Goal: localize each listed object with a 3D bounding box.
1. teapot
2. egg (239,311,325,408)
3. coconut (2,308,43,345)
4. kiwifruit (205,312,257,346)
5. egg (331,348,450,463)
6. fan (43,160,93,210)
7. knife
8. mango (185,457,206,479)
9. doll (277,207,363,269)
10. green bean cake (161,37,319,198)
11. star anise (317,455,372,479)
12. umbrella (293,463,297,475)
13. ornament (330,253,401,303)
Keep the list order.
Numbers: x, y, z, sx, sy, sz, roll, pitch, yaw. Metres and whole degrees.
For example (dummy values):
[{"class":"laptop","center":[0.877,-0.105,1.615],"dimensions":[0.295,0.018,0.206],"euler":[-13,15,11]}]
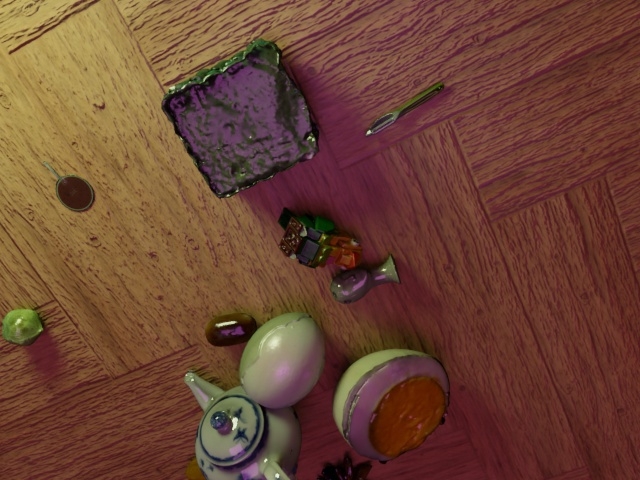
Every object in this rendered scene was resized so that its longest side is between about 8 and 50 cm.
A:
[{"class":"teapot","center":[-0.177,0.451,1.283],"dimensions":[0.252,0.424,0.280],"euler":[-45,143,-13]},{"class":"egg","center":[-0.080,0.261,1.259],"dimensions":[0.182,0.183,0.217],"euler":[23,104,-7]},{"class":"coconut","center":[-0.703,0.207,1.318],"dimensions":[0.096,0.088,0.088],"euler":[3,112,7]},{"class":"kiwifruit","center":[-0.209,0.209,1.302],"dimensions":[0.124,0.075,0.075],"euler":[-16,111,4]},{"class":"egg","center":[0.153,0.356,1.303],"dimensions":[0.286,0.174,0.265],"euler":[-19,113,-16]},{"class":"fan","center":[-0.556,-0.122,1.219],"dimensions":[0.085,0.005,0.133],"euler":[-36,107,16]},{"class":"knife","center":[0.167,-0.263,1.122],"dimensions":[0.184,0.026,0.022],"euler":[-31,147,12]},{"class":"mango","center":[-0.301,0.608,1.473],"dimensions":[0.114,0.060,0.080],"euler":[-12,108,11]},{"class":"doll","center":[0.001,0.004,1.188],"dimensions":[0.186,0.134,0.106],"euler":[20,110,-13]},{"class":"green bean cake","center":[-0.147,-0.237,1.089],"dimensions":[0.254,0.132,0.241],"euler":[-26,109,10]},{"class":"star anise","center":[0.070,0.641,1.472],"dimensions":[0.167,0.057,0.168],"euler":[1,113,3]},{"class":"umbrella","center":[-0.172,0.553,1.449],"dimensions":[0.250,0.052,0.053],"euler":[31,111,-10]},{"class":"ornament","center":[0.096,0.088,1.238],"dimensions":[0.156,0.075,0.081],"euler":[-20,151,10]}]
